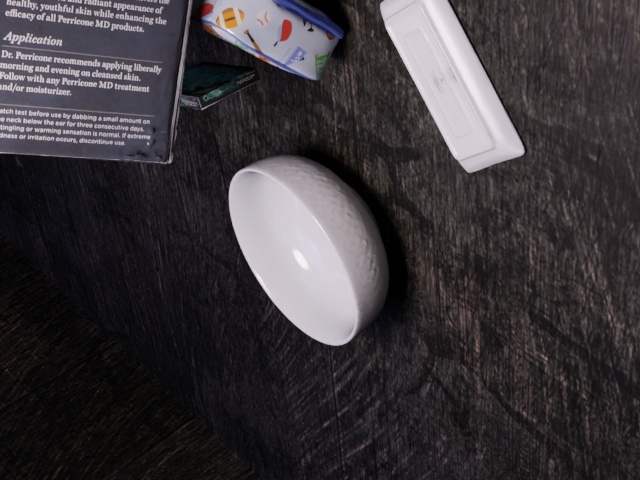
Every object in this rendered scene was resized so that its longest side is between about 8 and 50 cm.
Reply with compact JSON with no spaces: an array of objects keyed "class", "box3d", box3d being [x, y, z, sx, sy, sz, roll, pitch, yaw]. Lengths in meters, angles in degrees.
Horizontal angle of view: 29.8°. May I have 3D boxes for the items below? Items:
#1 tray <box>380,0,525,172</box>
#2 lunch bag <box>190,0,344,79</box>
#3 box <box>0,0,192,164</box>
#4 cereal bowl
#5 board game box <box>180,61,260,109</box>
[{"class":"tray","box3d":[0.168,-0.217,1.627,0.270,0.030,0.145,61,153,-6]},{"class":"lunch bag","box3d":[-0.121,-0.350,1.798,0.303,0.243,0.115,36,102,41]},{"class":"box","box3d":[-0.406,-0.393,1.725,0.480,0.297,0.471,27,110,53]},{"class":"cereal bowl","box3d":[0.000,0.000,2.022,0.339,0.141,0.339,41,148,32]},{"class":"board game box","box3d":[-0.206,-0.272,2.108,0.186,0.126,0.026,16,131,53]}]
